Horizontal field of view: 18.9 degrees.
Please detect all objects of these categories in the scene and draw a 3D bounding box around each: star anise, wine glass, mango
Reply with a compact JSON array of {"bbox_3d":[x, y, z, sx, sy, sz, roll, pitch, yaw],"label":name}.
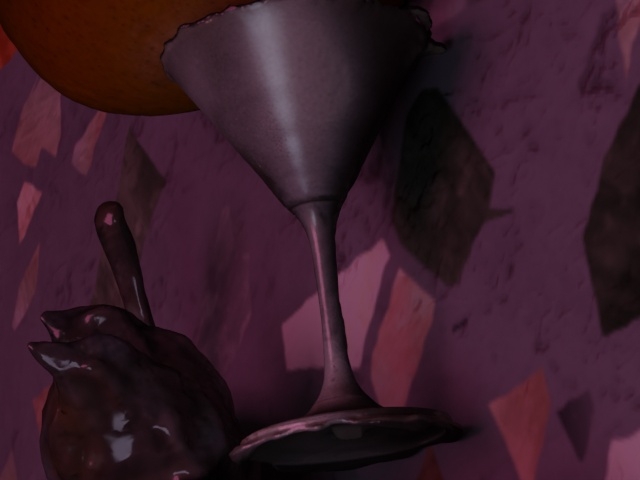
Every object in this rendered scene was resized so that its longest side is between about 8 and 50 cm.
[{"bbox_3d":[-0.079,0.137,1.058,0.316,0.139,0.359,103,151,-86],"label":"star anise"},{"bbox_3d":[0.000,0.000,1.011,0.156,0.156,0.232,-30,62,52],"label":"wine glass"},{"bbox_3d":[-0.052,-0.183,1.117,0.350,0.199,0.201,-15,98,43],"label":"mango"}]
